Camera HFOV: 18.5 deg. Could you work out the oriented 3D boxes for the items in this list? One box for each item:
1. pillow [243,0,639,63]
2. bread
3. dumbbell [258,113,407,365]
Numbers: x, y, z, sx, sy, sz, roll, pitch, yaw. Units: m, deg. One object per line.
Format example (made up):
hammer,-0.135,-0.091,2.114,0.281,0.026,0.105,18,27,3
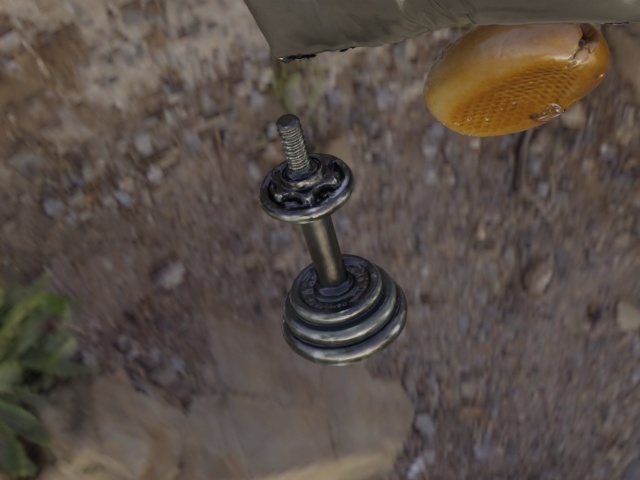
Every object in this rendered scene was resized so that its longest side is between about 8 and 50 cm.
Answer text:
pillow,0.006,-0.219,0.875,0.228,0.326,0.101,-1,49,36
bread,0.162,-0.143,1.614,0.114,0.189,0.077,27,58,-25
dumbbell,0.000,0.000,1.622,0.110,0.254,0.110,-10,40,9
